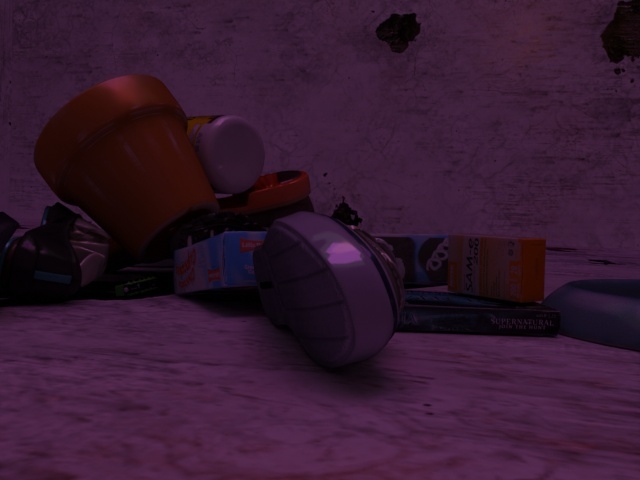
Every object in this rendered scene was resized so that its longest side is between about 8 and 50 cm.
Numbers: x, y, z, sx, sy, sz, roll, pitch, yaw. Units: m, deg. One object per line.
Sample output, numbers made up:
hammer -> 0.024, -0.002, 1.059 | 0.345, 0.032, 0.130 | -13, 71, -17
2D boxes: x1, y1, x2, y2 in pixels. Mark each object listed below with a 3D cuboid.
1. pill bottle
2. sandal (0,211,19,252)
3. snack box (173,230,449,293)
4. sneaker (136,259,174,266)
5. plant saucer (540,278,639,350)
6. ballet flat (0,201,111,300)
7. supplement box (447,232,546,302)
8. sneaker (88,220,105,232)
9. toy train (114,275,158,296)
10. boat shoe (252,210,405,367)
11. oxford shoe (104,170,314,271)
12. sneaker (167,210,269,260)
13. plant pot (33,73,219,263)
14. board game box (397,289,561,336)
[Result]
pill bottle -> -0.195, -0.134, 1.104 | 0.214, 0.117, 0.117 | 7, 5, 43
sandal -> -0.358, 0.016, 0.700 | 0.054, 0.097, 0.254 | 37, -23, -23
snack box -> 0.008, 0.030, 0.838 | 0.321, 0.060, 0.187 | 1, -7, -26
sneaker -> -0.215, -0.034, 1.232 | 0.282, 0.161, 0.102 | 2, 1, -26
plant saucer -> 0.378, 0.072, 0.709 | 0.317, 0.044, 0.317 | 3, 2, 0
ballet flat -> -0.305, 0.020, 0.846 | 0.096, 0.095, 0.280 | 12, 11, -13
supplement box -> 0.173, 0.025, 0.709 | 0.036, 0.062, 0.098 | -2, 3, -34
sneaker -> -0.422, -0.010, 1.318 | 0.237, 0.086, 0.085 | 0, 5, -16
toy train -> -0.217, 0.055, 0.839 | 0.023, 0.017, 0.083 | -8, 1, 10
boat shoe -> 0.011, 0.024, 0.561 | 0.094, 0.109, 0.302 | -17, 5, -13
oxford shoe -> -0.177, 0.001, 1.101 | 0.363, 0.133, 0.130 | -16, 20, -10
sneaker -> -0.102, 0.022, 0.983 | 0.108, 0.100, 0.271 | -14, -11, 38
plant pot -> -0.238, -0.080, 0.944 | 0.205, 0.188, 0.205 | -37, -12, -9
board game box -> 0.126, 0.069, 0.706 | 0.186, 0.026, 0.126 | 2, 2, -2
